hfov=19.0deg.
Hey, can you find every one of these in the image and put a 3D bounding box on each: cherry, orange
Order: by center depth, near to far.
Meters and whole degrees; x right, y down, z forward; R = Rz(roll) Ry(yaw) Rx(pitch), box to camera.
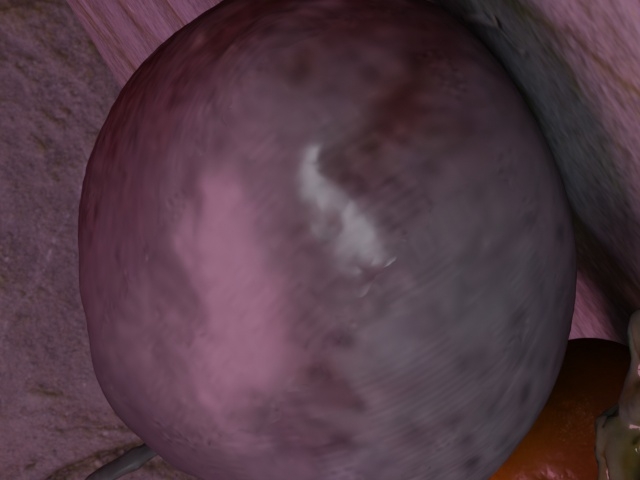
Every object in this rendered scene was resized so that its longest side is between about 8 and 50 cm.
[{"bbox_3d":[0.005,0.012,1.106,0.335,0.291,0.326,-22,85,69],"label":"cherry"},{"bbox_3d":[0.174,0.142,1.202,0.159,0.136,0.159,49,171,10],"label":"orange"}]

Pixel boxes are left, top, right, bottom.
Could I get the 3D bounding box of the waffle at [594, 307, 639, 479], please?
[{"bbox_3d":[0.215,0.167,0.892,0.292,0.056,0.309,41,128,54],"label":"waffle"}]
